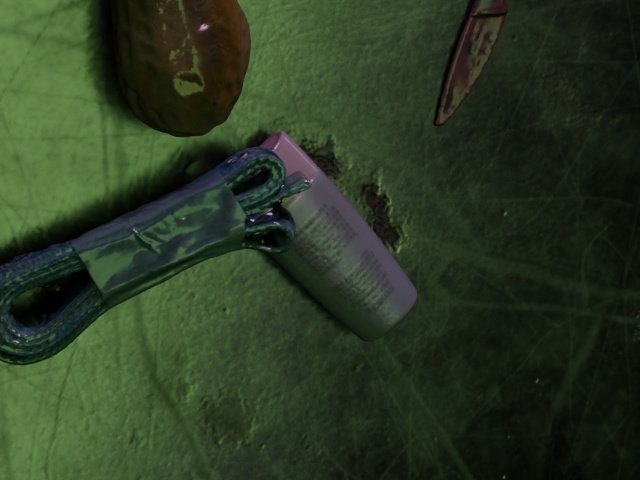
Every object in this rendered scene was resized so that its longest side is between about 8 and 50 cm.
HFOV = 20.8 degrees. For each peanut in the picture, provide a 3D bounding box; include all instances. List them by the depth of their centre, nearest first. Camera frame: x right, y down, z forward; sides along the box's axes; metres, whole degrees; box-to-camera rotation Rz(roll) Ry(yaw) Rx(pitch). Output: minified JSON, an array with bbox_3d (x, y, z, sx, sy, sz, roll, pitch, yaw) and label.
[{"bbox_3d":[-0.118,-0.204,1.458,0.120,0.110,0.236,-3,88,-15],"label":"peanut"}]

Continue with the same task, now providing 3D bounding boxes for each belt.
[{"bbox_3d":[-0.147,0.012,1.461,0.302,0.072,0.087,-25,99,-2],"label":"belt"}]

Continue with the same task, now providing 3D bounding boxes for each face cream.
[{"bbox_3d":[0.000,0.000,1.548,0.084,0.057,0.198,-43,106,-7],"label":"face cream"}]

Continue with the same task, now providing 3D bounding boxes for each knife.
[{"bbox_3d":[0.157,-0.218,1.601,0.035,0.018,0.247,20,92,-24],"label":"knife"}]
